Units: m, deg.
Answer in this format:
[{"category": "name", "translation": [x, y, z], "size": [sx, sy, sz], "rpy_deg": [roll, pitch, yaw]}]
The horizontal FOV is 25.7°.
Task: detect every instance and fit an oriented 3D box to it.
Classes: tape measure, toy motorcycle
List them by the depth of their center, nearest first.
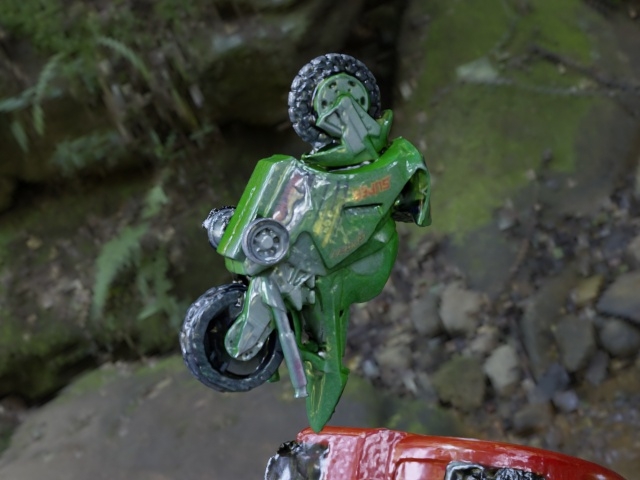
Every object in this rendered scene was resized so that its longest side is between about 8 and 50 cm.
[{"category": "toy motorcycle", "translation": [0.000, 0.000, 0.747], "size": [0.190, 0.106, 0.074], "rpy_deg": [-66, 22, -3]}, {"category": "tape measure", "translation": [0.119, 0.226, 1.109], "size": [0.260, 0.253, 0.114], "rpy_deg": [0, 71, 31]}]
